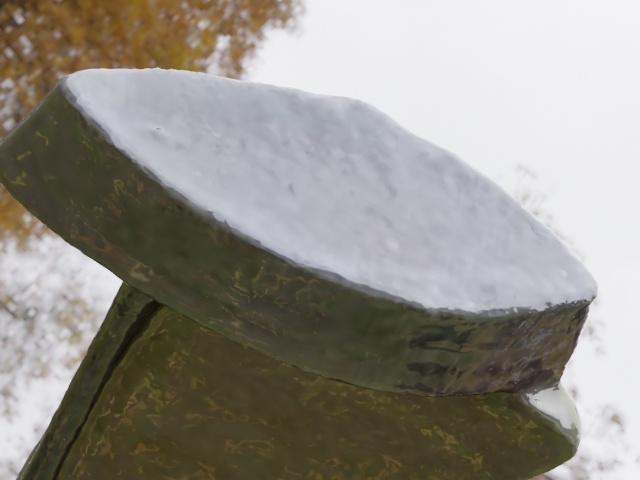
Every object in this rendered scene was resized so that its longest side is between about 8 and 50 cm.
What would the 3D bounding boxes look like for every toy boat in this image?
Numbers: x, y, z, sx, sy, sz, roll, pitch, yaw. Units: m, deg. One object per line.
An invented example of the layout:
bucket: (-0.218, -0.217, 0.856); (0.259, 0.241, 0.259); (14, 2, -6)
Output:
toy boat: (-0.014, 0.053, 0.719); (0.276, 0.111, 0.293); (9, -44, 1)
